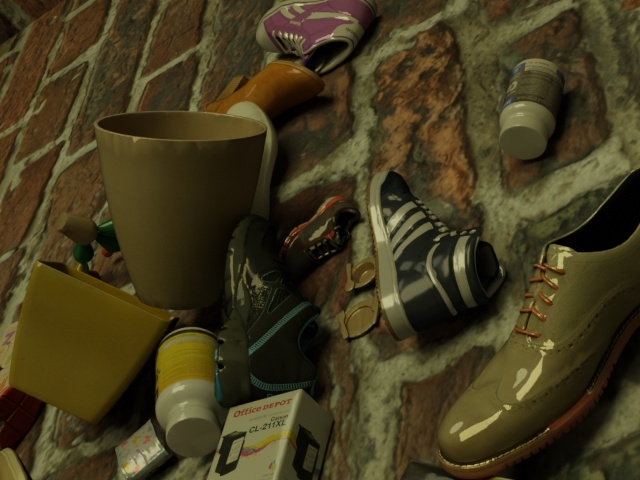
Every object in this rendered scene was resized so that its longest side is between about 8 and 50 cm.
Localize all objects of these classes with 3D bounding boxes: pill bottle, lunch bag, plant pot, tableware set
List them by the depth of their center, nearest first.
[{"bbox_3d":[0.090,0.061,1.617,0.169,0.020,0.141,-26,34,26],"label":"tableware set"},{"bbox_3d":[0.292,-0.182,1.637,0.078,0.078,0.137,-16,39,36],"label":"pill bottle"},{"bbox_3d":[-0.180,0.213,1.650,0.103,0.103,0.184,-34,31,14],"label":"pill bottle"},{"bbox_3d":[-0.247,0.304,1.663,0.071,0.053,0.083,-41,21,-2],"label":"lunch bag"},{"bbox_3d":[-0.356,0.159,1.786,0.212,0.212,0.187,151,144,-87],"label":"plant pot"},{"bbox_3d":[-0.212,-0.042,1.790,0.257,0.274,0.256,2,15,-1],"label":"plant pot"}]

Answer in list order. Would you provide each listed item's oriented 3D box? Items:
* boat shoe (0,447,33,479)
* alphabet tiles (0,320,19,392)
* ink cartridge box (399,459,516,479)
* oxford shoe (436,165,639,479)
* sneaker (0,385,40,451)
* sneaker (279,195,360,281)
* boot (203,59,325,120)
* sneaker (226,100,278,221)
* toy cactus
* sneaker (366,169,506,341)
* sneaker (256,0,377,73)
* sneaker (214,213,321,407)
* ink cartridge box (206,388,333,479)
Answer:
[{"bbox_3d":[-0.438,0.404,1.688,0.098,0.109,0.302,-30,34,-13],"label":"boat shoe"},{"bbox_3d":[-0.561,0.232,2.142,0.284,0.021,0.278,-22,36,29],"label":"alphabet tiles"},{"bbox_3d":[0.134,0.371,1.132,0.304,0.072,0.307,0,49,49],"label":"ink cartridge box"},{"bbox_3d":[0.248,0.081,1.259,0.397,0.146,0.140,-45,28,-17],"label":"oxford shoe"},{"bbox_3d":[-0.570,0.321,1.976,0.128,0.087,0.221,3,52,49],"label":"sneaker"},{"bbox_3d":[0.000,0.000,1.763,0.065,0.061,0.158,25,73,47],"label":"sneaker"},{"bbox_3d":[-0.128,-0.212,2.151,0.295,0.104,0.211,1,57,53],"label":"boot"},{"bbox_3d":[-0.145,-0.143,1.984,0.106,0.123,0.290,-27,46,26],"label":"sneaker"},{"bbox_3d":[-0.391,0.006,2.093,0.219,0.180,0.112,-24,55,36],"label":"toy cactus"},{"bbox_3d":[0.149,-0.003,1.530,0.153,0.099,0.282,-21,42,18],"label":"sneaker"},{"bbox_3d":[-0.037,-0.380,2.243,0.282,0.102,0.161,-9,47,43],"label":"sneaker"},{"bbox_3d":[-0.072,0.100,1.658,0.140,0.125,0.340,3,45,-3],"label":"sneaker"},{"bbox_3d":[-0.070,0.283,1.466,0.127,0.072,0.175,-20,38,34],"label":"ink cartridge box"}]
